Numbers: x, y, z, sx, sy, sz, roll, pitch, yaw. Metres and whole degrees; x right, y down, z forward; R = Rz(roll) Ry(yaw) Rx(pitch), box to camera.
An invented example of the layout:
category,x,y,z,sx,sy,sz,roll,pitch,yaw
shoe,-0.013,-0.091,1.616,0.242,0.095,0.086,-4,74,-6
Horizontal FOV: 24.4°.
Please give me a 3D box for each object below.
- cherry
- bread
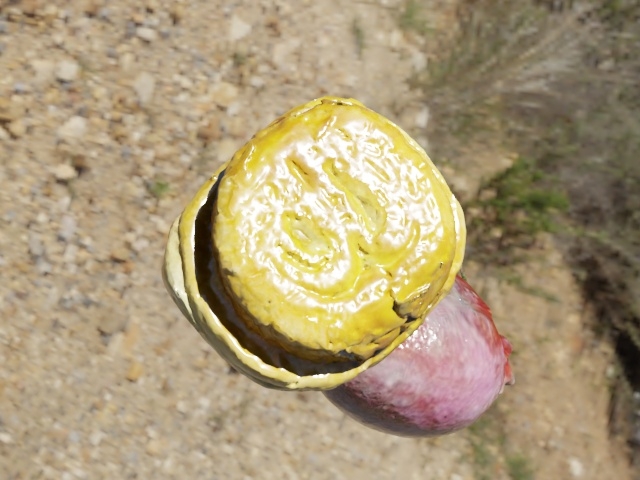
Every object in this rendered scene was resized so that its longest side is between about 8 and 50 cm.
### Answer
category,x,y,z,sx,sy,sz,roll,pitch,yaw
cherry,0.074,0.101,1.453,0.250,0.175,0.192,16,47,-49
bread,0.002,0.003,1.151,0.236,0.120,0.198,-43,88,-16
